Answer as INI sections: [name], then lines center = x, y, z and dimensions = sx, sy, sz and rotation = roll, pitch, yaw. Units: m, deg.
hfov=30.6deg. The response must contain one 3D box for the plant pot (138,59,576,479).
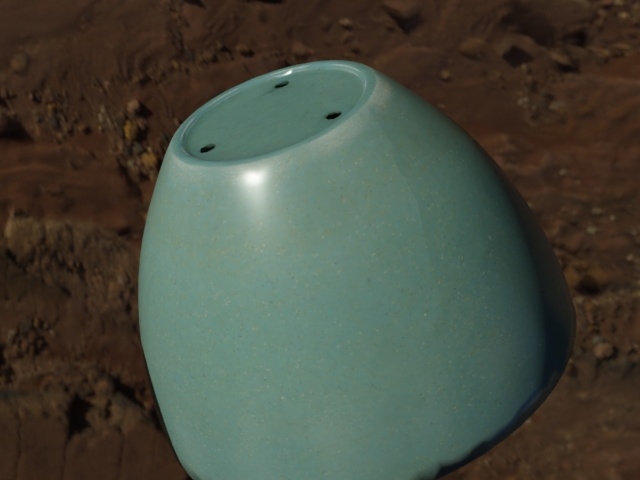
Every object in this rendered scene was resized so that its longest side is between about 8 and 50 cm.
[plant pot]
center = 0.000, 0.000, 0.758
dimensions = 0.290, 0.290, 0.195
rotation = -25, 118, -7
